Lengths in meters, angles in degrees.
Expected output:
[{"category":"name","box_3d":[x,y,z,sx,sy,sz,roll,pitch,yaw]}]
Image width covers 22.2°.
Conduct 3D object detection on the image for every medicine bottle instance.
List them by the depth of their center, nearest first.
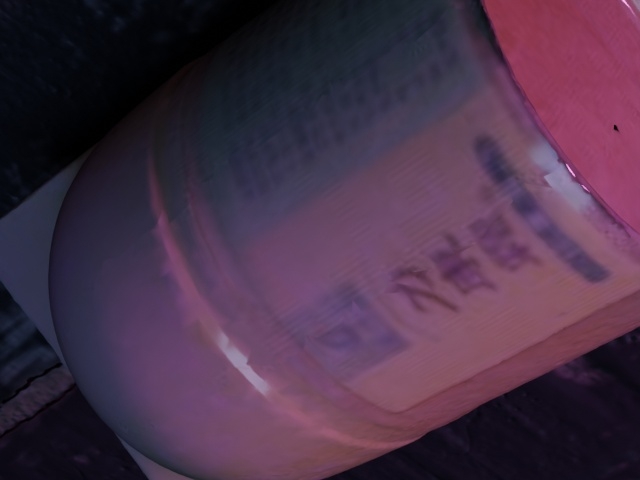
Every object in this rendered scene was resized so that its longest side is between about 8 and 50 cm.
[{"category":"medicine bottle","box_3d":[0.000,0.000,0.868,0.406,0.236,0.235,-32,122,34]}]
